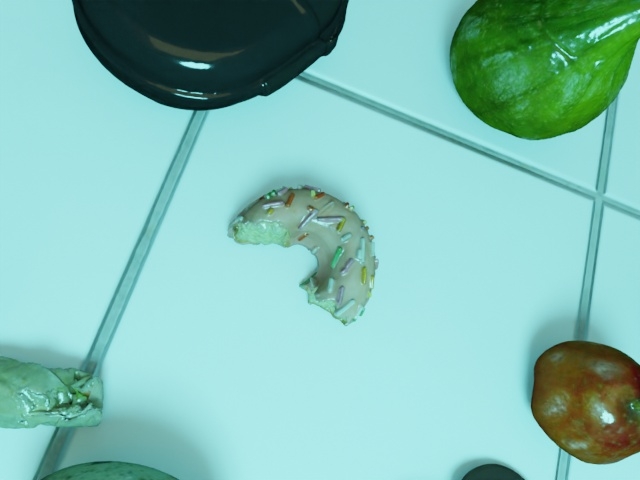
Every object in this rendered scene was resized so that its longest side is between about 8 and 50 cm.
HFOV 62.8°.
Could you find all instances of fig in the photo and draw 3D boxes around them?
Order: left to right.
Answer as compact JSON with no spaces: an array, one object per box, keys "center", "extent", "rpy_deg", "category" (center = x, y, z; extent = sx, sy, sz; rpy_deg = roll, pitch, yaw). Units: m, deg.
[{"center":[0.266,-0.227,0.575],"extent":[0.202,0.235,0.203],"rpy_deg":[2,80,-13],"category":"fig"}]

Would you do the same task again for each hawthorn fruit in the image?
[{"center":[0.281,0.167,0.536],"extent":[0.125,0.140,0.125],"rpy_deg":[1,103,5],"category":"hawthorn fruit"}]

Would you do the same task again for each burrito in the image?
[{"center":[-0.280,0.128,0.446],"extent":[0.188,0.045,0.058],"rpy_deg":[8,67,-10],"category":"burrito"}]

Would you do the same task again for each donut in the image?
[{"center":[0.000,0.000,0.538],"extent":[0.166,0.065,0.117],"rpy_deg":[39,71,-3],"category":"donut"}]

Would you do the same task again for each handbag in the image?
[{"center":[-0.109,-0.276,0.570],"extent":[0.308,0.093,0.254],"rpy_deg":[-41,87,-20],"category":"handbag"}]

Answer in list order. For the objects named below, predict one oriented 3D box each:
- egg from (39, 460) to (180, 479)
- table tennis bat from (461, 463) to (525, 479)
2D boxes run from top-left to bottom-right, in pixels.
[{"center":[-0.153,0.246,0.399],"extent":[0.181,0.141,0.141],"rpy_deg":[31,70,5],"category":"egg"},{"center":[0.175,0.246,0.465],"extent":[0.169,0.119,0.108],"rpy_deg":[1,54,-28],"category":"table tennis bat"}]
